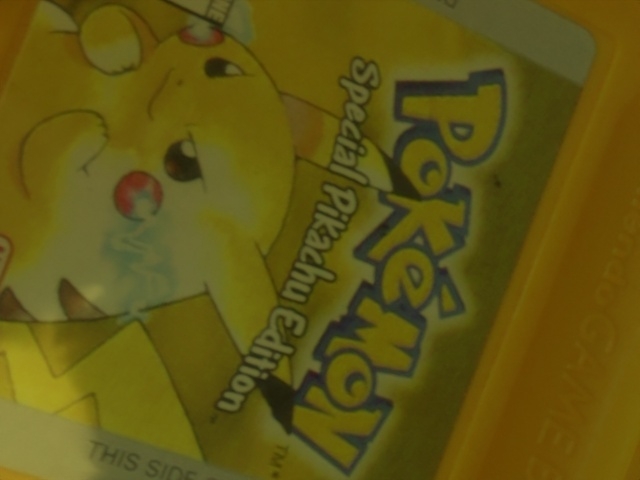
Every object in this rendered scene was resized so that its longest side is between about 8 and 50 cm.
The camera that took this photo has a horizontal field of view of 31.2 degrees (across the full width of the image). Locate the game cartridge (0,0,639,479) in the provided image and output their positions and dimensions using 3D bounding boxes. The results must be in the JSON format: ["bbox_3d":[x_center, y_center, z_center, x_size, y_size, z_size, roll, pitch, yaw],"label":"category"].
[{"bbox_3d":[0.000,0.000,0.399,0.324,0.053,0.285,22,87,-18],"label":"game cartridge"}]
